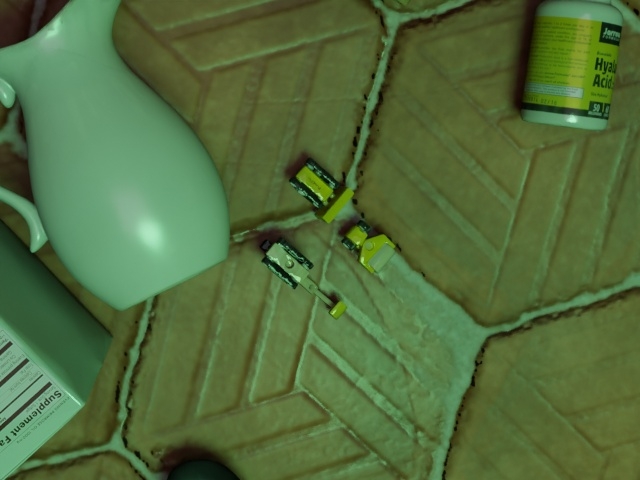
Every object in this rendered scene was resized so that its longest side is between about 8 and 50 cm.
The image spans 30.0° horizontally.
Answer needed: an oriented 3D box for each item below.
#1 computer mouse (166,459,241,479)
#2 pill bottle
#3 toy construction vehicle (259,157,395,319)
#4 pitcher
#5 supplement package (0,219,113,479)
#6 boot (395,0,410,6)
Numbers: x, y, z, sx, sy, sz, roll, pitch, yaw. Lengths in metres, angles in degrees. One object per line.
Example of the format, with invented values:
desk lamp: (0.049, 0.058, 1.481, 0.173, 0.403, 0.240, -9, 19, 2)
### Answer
computer mouse: (-0.057, 0.272, 0.931, 0.071, 0.041, 0.242, -18, 106, 6)
pill bottle: (0.186, -0.141, 0.877, 0.065, 0.065, 0.116, 6, 97, -6)
toy construction vehicle: (0.000, 0.000, 0.900, 0.098, 0.035, 0.086, 40, 82, -12)
pitcher: (-0.171, -0.049, 0.832, 0.178, 0.125, 0.207, -27, 90, 0)
supplement package: (-0.268, 0.060, 0.798, 0.149, 0.194, 0.203, -42, 99, 2)
boot: (0.125, -0.281, 0.846, 0.236, 0.089, 0.269, 36, 92, 4)
